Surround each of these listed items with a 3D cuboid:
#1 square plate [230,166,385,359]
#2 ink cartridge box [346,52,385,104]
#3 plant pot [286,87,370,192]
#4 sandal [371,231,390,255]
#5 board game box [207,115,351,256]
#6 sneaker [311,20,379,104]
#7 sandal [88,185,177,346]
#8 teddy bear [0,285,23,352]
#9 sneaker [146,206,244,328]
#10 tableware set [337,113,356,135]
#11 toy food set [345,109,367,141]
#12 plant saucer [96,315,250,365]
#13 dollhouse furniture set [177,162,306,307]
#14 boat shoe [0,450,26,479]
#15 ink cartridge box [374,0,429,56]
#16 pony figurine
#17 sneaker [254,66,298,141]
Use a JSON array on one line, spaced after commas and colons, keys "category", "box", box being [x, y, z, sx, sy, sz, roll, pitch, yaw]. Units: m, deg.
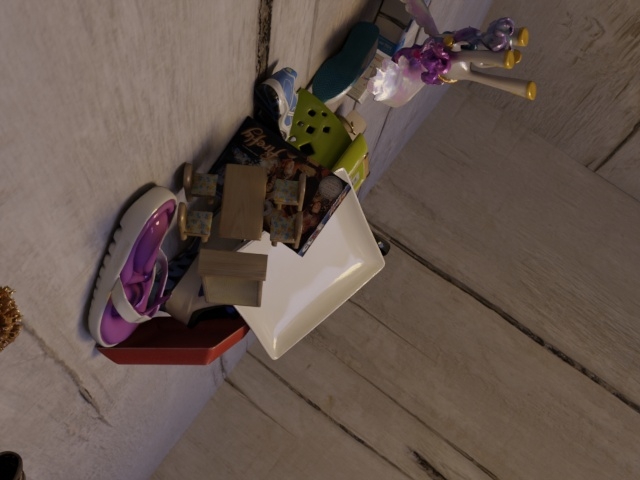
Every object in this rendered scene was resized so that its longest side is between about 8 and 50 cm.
[{"category": "square plate", "box": [-0.040, 0.053, 1.568, 0.344, 0.049, 0.347, -40, 138, -12]}, {"category": "ink cartridge box", "box": [0.096, -0.411, 1.803, 0.122, 0.088, 0.052, -56, 170, 4]}, {"category": "plant pot", "box": [-0.017, -0.167, 1.668, 0.228, 0.207, 0.227, -54, 168, -11]}, {"category": "sandal", "box": [0.001, 0.001, 1.850, 0.167, 0.445, 0.107, 33, 77, -39]}, {"category": "board game box", "box": [-0.086, -0.104, 1.408, 0.165, 0.243, 0.042, -55, 166, 0]}, {"category": "sneaker", "box": [0.063, -0.390, 1.684, 0.229, 0.087, 0.092, -53, 165, -17]}, {"category": "sandal", "box": [-0.319, 0.081, 1.308, 0.169, 0.102, 0.416, -48, 169, -42]}, {"category": "teddy bear", "box": [-0.440, 0.116, 0.797, 0.245, 0.113, 0.338, -49, -179, 10]}, {"category": "sneaker", "box": [-0.220, 0.074, 1.607, 0.315, 0.182, 0.127, -51, 174, -23]}, {"category": "tableware set", "box": [0.037, -0.272, 1.734, 0.020, 0.168, 0.141, -42, 156, -8]}, {"category": "toy food set", "box": [0.017, -0.239, 2.147, 0.220, 0.092, 0.306, -54, -179, -15]}, {"category": "plant saucer", "box": [-0.293, 0.212, 1.558, 0.259, 0.258, 0.048, -28, 115, -73]}, {"category": "dollhouse furniture set", "box": [-0.137, -0.028, 1.252, 0.161, 0.212, 0.242, 105, -11, -68]}, {"category": "boat shoe", "box": [-0.608, 0.460, 1.183, 0.355, 0.132, 0.130, -59, 171, -67]}, {"category": "ink cartridge box", "box": [0.206, -0.572, 1.816, 0.139, 0.082, 0.191, -49, 171, -37]}, {"category": "pony figurine", "box": [0.272, -0.419, 1.658, 0.351, 0.363, 0.303, 20, 81, -58]}, {"category": "sneaker", "box": [-0.077, -0.255, 1.439, 0.081, 0.080, 0.211, -50, 172, -20]}]
